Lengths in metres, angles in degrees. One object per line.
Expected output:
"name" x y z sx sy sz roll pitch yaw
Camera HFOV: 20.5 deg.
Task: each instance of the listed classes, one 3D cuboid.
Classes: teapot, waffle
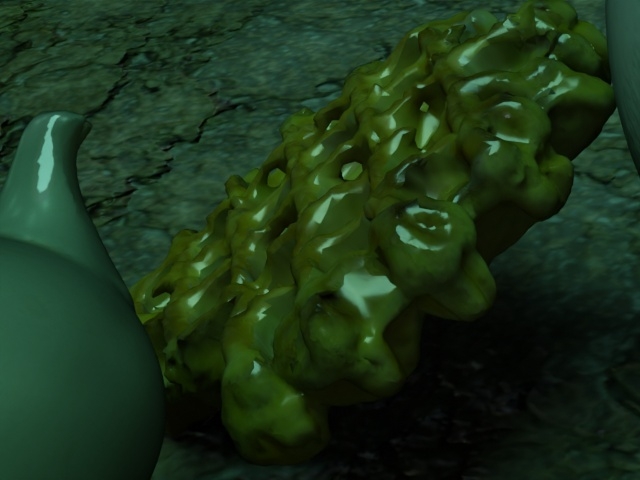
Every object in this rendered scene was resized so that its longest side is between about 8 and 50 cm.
"teapot" -0.195 0.089 0.594 0.318 0.149 0.220 -31 8 25
"waffle" 0.001 0.001 0.688 0.253 0.056 0.249 -27 22 41

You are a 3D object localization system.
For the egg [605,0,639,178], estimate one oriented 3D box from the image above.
"egg" 0.231 -0.078 0.572 0.276 0.276 0.389 -8 29 10
